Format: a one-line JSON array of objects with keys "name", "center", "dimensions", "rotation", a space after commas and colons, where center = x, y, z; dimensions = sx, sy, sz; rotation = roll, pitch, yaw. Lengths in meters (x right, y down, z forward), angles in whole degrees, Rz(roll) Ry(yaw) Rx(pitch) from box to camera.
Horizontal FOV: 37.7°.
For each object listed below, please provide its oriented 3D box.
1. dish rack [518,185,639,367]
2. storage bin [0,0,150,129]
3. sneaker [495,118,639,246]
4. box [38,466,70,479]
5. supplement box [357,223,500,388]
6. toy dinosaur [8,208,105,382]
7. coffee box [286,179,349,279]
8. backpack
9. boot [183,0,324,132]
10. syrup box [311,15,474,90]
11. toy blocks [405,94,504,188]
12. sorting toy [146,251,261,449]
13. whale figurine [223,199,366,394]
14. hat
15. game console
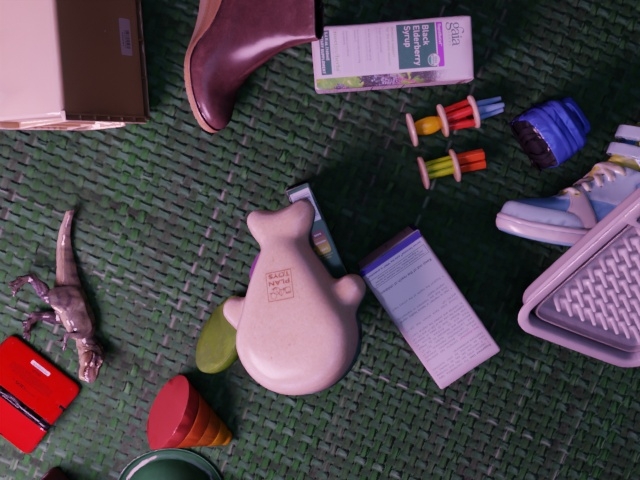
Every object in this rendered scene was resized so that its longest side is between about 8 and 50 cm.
[{"name": "dish rack", "center": [0.471, 0.043, 1.354], "dimensions": [0.286, 0.072, 0.333], "rotation": [20, 130, -26]}, {"name": "storage bin", "center": [-0.356, -0.293, 1.332], "dimensions": [0.123, 0.260, 0.262], "rotation": [-2, 95, 18]}, {"name": "sneaker", "center": [0.423, -0.094, 1.410], "dimensions": [0.319, 0.127, 0.208], "rotation": [2, 97, -9]}, {"name": "box", "center": [-0.363, 0.565, 1.465], "dimensions": [0.191, 0.143, 0.381], "rotation": [-45, 92, 4]}, {"name": "supplement box", "center": [0.162, 0.098, 1.432], "dimensions": [0.114, 0.111, 0.220], "rotation": [-36, 94, 3]}, {"name": "toy dinosaur", "center": [-0.414, 0.094, 1.463], "dimensions": [0.118, 0.064, 0.268], "rotation": [-12, 93, -5]}, {"name": "coffee box", "center": [0.000, 0.000, 1.424], "dimensions": [0.040, 0.113, 0.184], "rotation": [-23, 96, 1]}, {"name": "backpack", "center": [0.347, -0.168, 1.402], "dimensions": [0.101, 0.120, 0.098], "rotation": [-40, 93, 4]}, {"name": "boot", "center": [-0.094, -0.285, 1.371], "dimensions": [0.207, 0.090, 0.248], "rotation": [2, 88, 33]}, {"name": "syrup box", "center": [0.107, -0.277, 1.407], "dimensions": [0.237, 0.096, 0.093], "rotation": [-4, 95, 2]}, {"name": "toy blocks", "center": [0.217, -0.155, 1.438], "dimensions": [0.148, 0.054, 0.123], "rotation": [-16, 94, 1]}, {"name": "sorting toy", "center": [-0.124, 0.188, 1.460], "dimensions": [0.126, 0.127, 0.365], "rotation": [31, 96, -27]}, {"name": "whale figurine", "center": [-0.031, 0.084, 1.344], "dimensions": [0.216, 0.141, 0.272], "rotation": [-14, 78, 18]}, {"name": "hat", "center": [-0.231, 0.425, 1.426], "dimensions": [0.208, 0.183, 0.173], "rotation": [-8, 95, 1]}, {"name": "game console", "center": [-0.480, 0.246, 1.498], "dimensions": [0.144, 0.085, 0.124], "rotation": [39, 63, -3]}]
